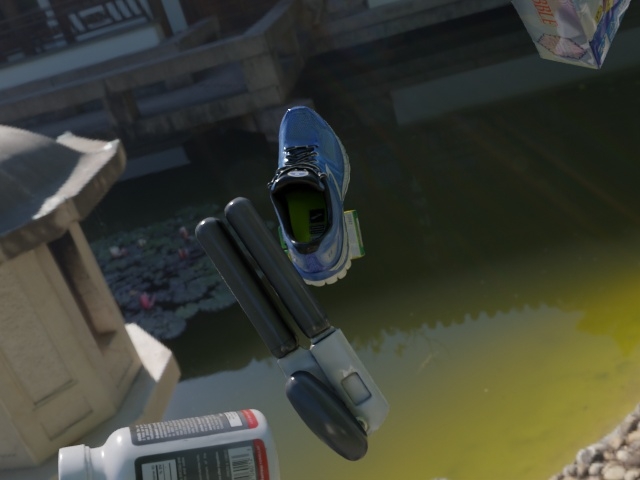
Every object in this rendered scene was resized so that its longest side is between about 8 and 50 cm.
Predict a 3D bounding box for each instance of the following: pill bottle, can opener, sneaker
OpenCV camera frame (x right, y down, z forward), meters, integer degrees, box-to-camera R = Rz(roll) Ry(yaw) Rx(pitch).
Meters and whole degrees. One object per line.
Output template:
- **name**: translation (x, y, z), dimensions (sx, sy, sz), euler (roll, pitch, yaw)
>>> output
- **pill bottle**: translation (-0.270, 0.429, 1.212), dimensions (0.363, 0.210, 0.210), euler (-3, 20, -19)
- **can opener**: translation (-0.029, 0.087, 0.682), dimensions (0.076, 0.283, 0.095), euler (-34, 0, 4)
- **sneaker**: translation (-0.016, -0.099, 1.135), dimensions (0.129, 0.147, 0.330), euler (-13, 62, 7)

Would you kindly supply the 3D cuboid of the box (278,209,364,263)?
- **box**: translation (0.000, 0.000, 1.495), dimensions (0.179, 0.105, 0.043), euler (-10, 3, 17)

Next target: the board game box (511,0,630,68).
- **board game box**: translation (0.223, -0.345, 0.520), dimensions (0.066, 0.319, 0.318), euler (24, 2, 33)
